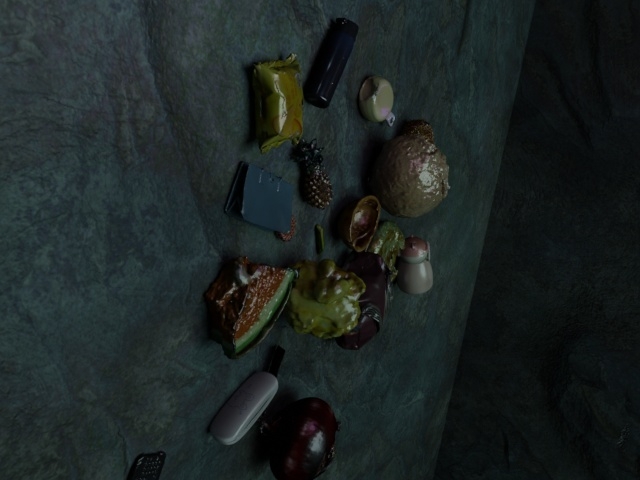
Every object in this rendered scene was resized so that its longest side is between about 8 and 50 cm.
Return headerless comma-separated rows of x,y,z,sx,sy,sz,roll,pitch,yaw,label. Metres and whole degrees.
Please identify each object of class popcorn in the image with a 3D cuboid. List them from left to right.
-0.006,0.165,1.613,0.255,0.256,0.195,-42,-176,29,popcorn

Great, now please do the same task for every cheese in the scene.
0.193,-0.428,1.820,0.227,0.064,0.137,33,79,-58,cheese

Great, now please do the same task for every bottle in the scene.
0.034,-0.472,1.518,0.082,0.072,0.244,32,76,-50,bottle
0.376,0.088,2.306,0.147,0.148,0.236,-43,135,-42,bottle

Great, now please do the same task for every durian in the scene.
0.346,-0.355,2.052,0.158,0.137,0.168,-70,167,-52,durian

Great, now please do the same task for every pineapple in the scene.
-0.017,-0.171,1.570,0.103,0.083,0.221,-50,141,-37,pineapple

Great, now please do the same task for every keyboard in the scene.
-0.433,0.621,1.323,0.106,0.016,0.262,28,79,-60,keyboard
-0.142,0.406,1.660,0.015,0.074,0.196,20,85,-26,keyboard

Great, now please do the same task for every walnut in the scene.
0.112,-0.059,1.840,0.211,0.087,0.167,-47,134,-42,walnut

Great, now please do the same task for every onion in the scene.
-0.085,0.602,1.752,0.273,0.285,0.273,-156,-90,-82,onion

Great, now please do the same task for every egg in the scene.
0.295,-0.208,1.910,0.279,0.279,0.310,-58,162,-26,egg

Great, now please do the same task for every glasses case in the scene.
-0.204,0.451,1.553,0.233,0.092,0.059,-46,140,-37,glasses case

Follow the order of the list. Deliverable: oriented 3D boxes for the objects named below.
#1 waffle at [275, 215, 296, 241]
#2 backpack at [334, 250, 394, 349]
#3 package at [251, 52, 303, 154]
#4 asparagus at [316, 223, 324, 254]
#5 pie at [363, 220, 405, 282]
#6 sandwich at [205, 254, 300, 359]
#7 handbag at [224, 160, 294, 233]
-0.094,-0.038,1.560,0.075,0.029,0.083,14,89,-63,waffle
0.133,0.229,1.906,0.283,0.197,0.317,-52,145,-36,backpack
-0.098,-0.321,1.352,0.168,0.090,0.226,-33,129,-52,package
-0.001,0.000,1.744,0.025,0.021,0.108,-41,137,-45,asparagus
0.228,0.064,2.121,0.302,0.067,0.302,-37,136,-47,pie
-0.188,0.150,1.425,0.212,0.109,0.292,45,63,-50,sandwich
-0.143,-0.104,1.429,0.221,0.057,0.144,20,80,-59,handbag
